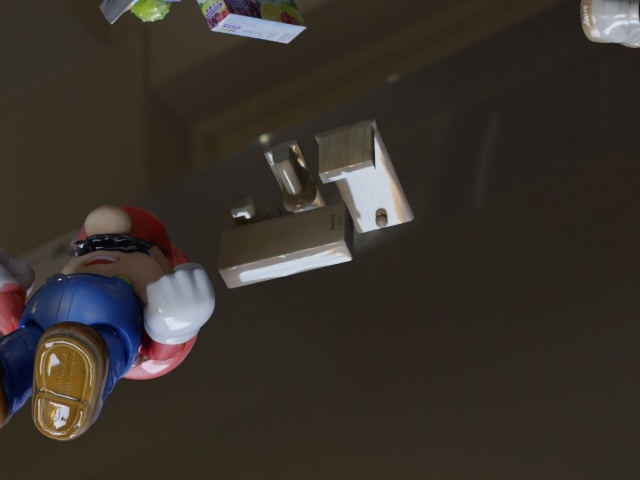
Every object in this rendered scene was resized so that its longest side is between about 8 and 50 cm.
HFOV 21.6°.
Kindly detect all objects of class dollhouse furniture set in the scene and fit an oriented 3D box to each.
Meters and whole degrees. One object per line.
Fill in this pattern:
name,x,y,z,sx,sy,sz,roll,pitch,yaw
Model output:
dollhouse furniture set,0.000,0.000,1.510,0.151,0.144,0.123,-89,-20,-47

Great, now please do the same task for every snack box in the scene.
snack box,-0.088,-0.282,1.925,0.141,0.037,0.100,1,-123,-54

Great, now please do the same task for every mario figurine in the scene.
mario figurine,-0.184,0.036,1.282,0.198,0.170,0.320,34,-163,2

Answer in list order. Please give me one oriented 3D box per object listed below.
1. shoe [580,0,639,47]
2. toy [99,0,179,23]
shoe,0.333,-0.238,1.736,0.219,0.058,0.076,-23,-76,-59
toy,-0.165,-0.273,1.750,0.056,0.137,0.237,41,-178,-19
